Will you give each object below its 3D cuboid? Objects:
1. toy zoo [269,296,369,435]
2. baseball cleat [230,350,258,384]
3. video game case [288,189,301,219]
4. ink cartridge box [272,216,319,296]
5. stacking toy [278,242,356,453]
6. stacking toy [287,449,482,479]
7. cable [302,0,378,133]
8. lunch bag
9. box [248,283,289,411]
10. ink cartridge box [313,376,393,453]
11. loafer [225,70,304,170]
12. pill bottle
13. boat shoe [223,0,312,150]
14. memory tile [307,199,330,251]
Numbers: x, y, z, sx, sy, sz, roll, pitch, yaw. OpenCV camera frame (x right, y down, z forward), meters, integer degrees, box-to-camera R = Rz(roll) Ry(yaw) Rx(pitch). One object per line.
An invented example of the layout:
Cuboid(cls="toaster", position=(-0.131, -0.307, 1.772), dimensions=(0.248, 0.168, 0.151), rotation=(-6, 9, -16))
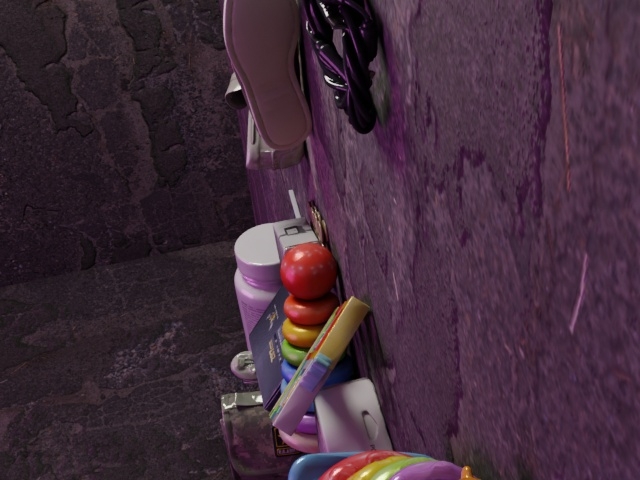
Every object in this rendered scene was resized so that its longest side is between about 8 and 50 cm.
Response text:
Cuboid(cls="toy zoo", position=(-0.005, 0.170, 1.275), dimensions=(0.192, 0.030, 0.293), rotation=(-58, -1, -10))
Cuboid(cls="baseball cleat", position=(-0.073, 0.251, 1.847), dimensions=(0.109, 0.206, 0.072), rotation=(106, 171, -70))
Cuboid(cls="video game case", position=(-0.049, -0.035, 1.972), dimensions=(0.122, 0.011, 0.087), rotation=(85, 172, -49))
Cuboid(cls="ink cartridge box", position=(-0.035, 0.035, 1.592), dimensions=(0.150, 0.063, 0.109), rotation=(-120, 19, -70))
Cuboid(cls="stacking toy", position=(-0.007, 0.164, 1.489), dimensions=(0.141, 0.141, 0.330), rotation=(-117, 23, -69))
Cuboid(cls="stacking toy", position=(0.079, 0.231, 0.747), dimensions=(0.302, 0.165, 0.175), rotation=(119, 152, -63))
Cuboid(cls="cable", position=(0.023, -0.186, 0.882), dimensions=(0.184, 0.047, 0.150), rotation=(-116, 10, -57))
Cuboid(cls="lunch bag", position=(-0.059, 0.377, 1.797), dimensions=(0.287, 0.235, 0.169), rotation=(84, 177, -49))
Cuboid(cls="box", position=(-0.049, 0.176, 1.687), dimensions=(0.183, 0.059, 0.233), rotation=(-57, 24, 19))
Cuboid(cls="ink cartridge box", position=(0.051, 0.325, 1.358), dimensions=(0.218, 0.092, 0.158), rotation=(88, 168, -49))
Cuboid(cls="loafer", position=(-0.111, -0.266, 1.604), dimensions=(0.112, 0.111, 0.319), rotation=(91, 165, -65))
Cuboid(cls="pill bottle", position=(-0.085, 0.116, 1.884), dimensions=(0.160, 0.160, 0.283), rotation=(-109, 9, -52))
Cuboid(cls="boat shoe", position=(-0.082, -0.272, 1.342), dimensions=(0.091, 0.109, 0.305), rotation=(-115, 10, -47))
Cuboid(cls="memory tile", position=(0.000, 0.000, 1.573), dimensions=(0.148, 0.012, 0.113), rotation=(-115, 15, -68))
